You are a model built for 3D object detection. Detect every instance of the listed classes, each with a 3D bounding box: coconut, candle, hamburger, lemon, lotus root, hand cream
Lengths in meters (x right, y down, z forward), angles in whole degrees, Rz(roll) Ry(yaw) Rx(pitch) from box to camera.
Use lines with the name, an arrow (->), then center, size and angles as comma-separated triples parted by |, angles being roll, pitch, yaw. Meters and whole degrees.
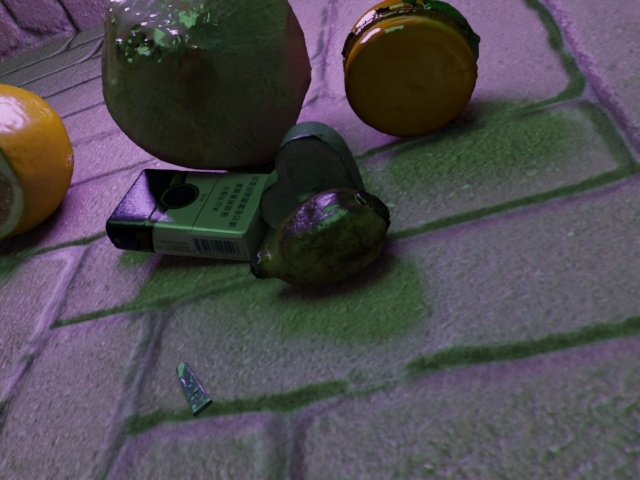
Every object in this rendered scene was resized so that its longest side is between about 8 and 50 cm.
coconut -> -0.206, -0.311, 1.129 | 0.404, 0.405, 0.405 | -17, 37, 13
candle -> -0.004, -0.089, 1.006 | 0.168, 0.192, 0.068 | 21, 39, -11
hamburger -> 0.155, -0.311, 1.097 | 0.246, 0.246, 0.170 | -14, 46, 16
lemon -> -0.717, -0.191, 1.405 | 0.364, 0.364, 0.364 | -17, 37, 13
lotus root -> 0.000, 0.000, 0.904 | 0.214, 0.138, 0.138 | -24, 36, 8
hand cream -> -0.177, 0.197, 0.856 | 0.030, 0.019, 0.093 | -35, 39, -10

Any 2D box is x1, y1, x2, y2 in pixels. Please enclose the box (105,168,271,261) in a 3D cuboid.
box -> -0.219, -0.050, 1.094 | 0.259, 0.071, 0.168 | 5, 44, 13
